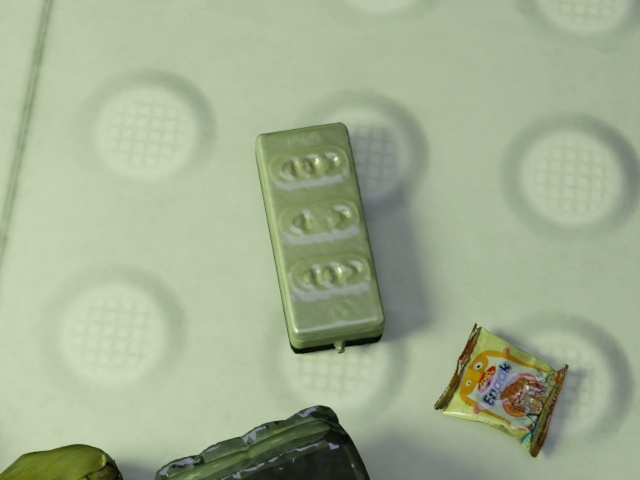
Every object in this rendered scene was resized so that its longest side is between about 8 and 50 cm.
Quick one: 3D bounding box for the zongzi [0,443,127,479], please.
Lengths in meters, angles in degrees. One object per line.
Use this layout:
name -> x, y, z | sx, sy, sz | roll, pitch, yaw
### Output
zongzi -> -0.326, 0.257, 1.625 | 0.251, 0.125, 0.274 | -51, 121, -22

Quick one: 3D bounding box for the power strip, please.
power strip -> 0.000, 0.000, 1.820 | 0.105, 0.070, 0.256 | -10, 70, -4

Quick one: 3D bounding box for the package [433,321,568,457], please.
package -> 0.195, 0.157, 1.780 | 0.121, 0.031, 0.108 | 24, 70, 9

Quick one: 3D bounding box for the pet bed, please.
pet bed -> -0.050, 0.280, 1.675 | 0.211, 0.159, 0.183 | -23, 95, -7
